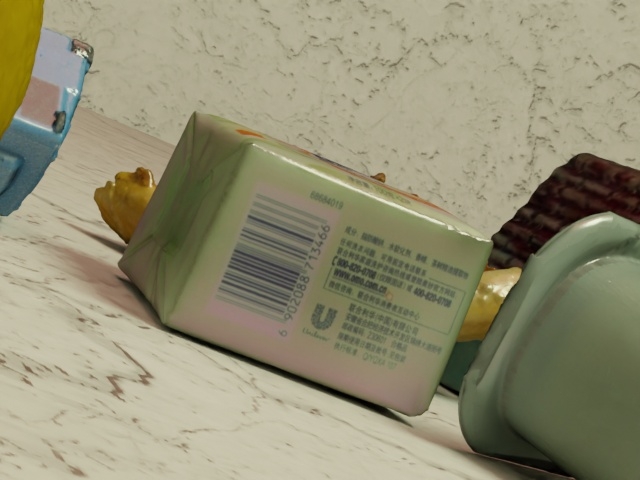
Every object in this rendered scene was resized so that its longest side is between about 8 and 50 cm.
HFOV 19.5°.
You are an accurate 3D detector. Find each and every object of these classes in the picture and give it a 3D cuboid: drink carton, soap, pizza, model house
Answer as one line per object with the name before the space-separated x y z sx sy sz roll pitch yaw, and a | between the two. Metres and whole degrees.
drink carton | 0.219 0.113 1.193 0.191 0.185 0.189 22 15 -45
soap | -0.013 0.012 1.280 0.199 0.138 0.182 22 3 -18
pizza | 0.000 0.000 1.478 0.365 0.074 0.182 19 44 15
model house | 0.264 0.056 1.513 0.230 0.248 0.280 22 5 -40

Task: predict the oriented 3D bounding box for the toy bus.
toy bus | -0.288 -0.113 1.314 0.234 0.116 0.133 22 45 -23

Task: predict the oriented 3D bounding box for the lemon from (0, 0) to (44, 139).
lemon | -0.234 -0.109 0.661 0.293 0.293 0.293 24 4 -2
